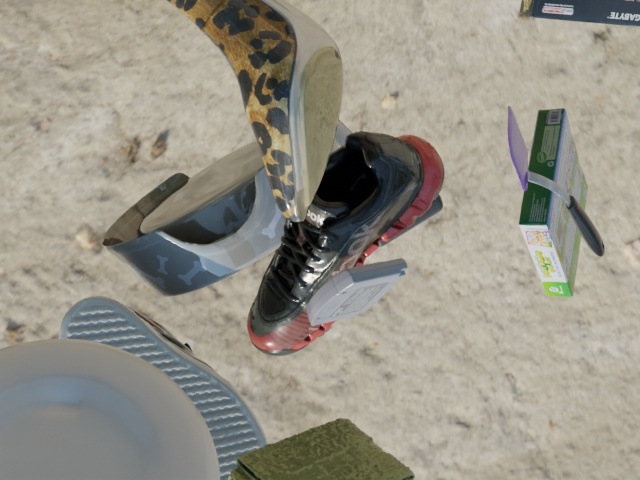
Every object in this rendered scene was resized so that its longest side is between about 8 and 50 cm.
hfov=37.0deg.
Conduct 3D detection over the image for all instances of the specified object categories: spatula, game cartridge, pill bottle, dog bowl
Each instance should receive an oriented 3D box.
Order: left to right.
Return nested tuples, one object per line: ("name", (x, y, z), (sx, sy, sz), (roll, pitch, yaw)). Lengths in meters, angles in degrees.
("pill bottle", (-0.140, 0.178, 0.505), (0.146, 0.146, 0.264), (17, 139, -1))
("dog bowl", (-0.119, -0.052, 1.282), (0.348, 0.349, 0.102), (-26, 106, 17))
("game cartridge", (0.023, 0.038, 0.700), (0.017, 0.056, 0.083), (66, 149, 17))
("spatula", (0.321, -0.063, 1.304), (0.030, 0.084, 0.296), (-22, 132, 35))

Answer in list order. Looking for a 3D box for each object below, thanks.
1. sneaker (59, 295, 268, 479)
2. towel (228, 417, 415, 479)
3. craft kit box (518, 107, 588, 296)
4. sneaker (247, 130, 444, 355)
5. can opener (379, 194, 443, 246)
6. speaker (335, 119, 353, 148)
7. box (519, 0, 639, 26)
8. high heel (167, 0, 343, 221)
("sneaker", (-0.187, 0.188, 1.181), (0.126, 0.127, 0.321), (-43, 99, -11))
("towel", (0.002, 0.212, 0.859), (0.110, 0.148, 0.027), (34, 126, 38))
("craft kit box", (0.425, -0.065, 1.727), (0.060, 0.250, 0.247), (-1, 147, 29))
("sneaker", (0.000, 0.000, 0.947), (0.276, 0.135, 0.098), (-51, 57, 14))
("can opener", (0.106, -0.031, 1.811), (0.280, 0.074, 0.093), (-26, 116, -20))
("speaker", (0.025, -0.152, 1.469), (0.136, 0.055, 0.055), (48, 115, 24))
("box", (0.432, -0.427, 1.483), (0.220, 0.051, 0.175), (2, 112, -13))
("high heel", (-0.080, -0.145, 0.759), (0.186, 0.093, 0.261), (0, 94, 25))
